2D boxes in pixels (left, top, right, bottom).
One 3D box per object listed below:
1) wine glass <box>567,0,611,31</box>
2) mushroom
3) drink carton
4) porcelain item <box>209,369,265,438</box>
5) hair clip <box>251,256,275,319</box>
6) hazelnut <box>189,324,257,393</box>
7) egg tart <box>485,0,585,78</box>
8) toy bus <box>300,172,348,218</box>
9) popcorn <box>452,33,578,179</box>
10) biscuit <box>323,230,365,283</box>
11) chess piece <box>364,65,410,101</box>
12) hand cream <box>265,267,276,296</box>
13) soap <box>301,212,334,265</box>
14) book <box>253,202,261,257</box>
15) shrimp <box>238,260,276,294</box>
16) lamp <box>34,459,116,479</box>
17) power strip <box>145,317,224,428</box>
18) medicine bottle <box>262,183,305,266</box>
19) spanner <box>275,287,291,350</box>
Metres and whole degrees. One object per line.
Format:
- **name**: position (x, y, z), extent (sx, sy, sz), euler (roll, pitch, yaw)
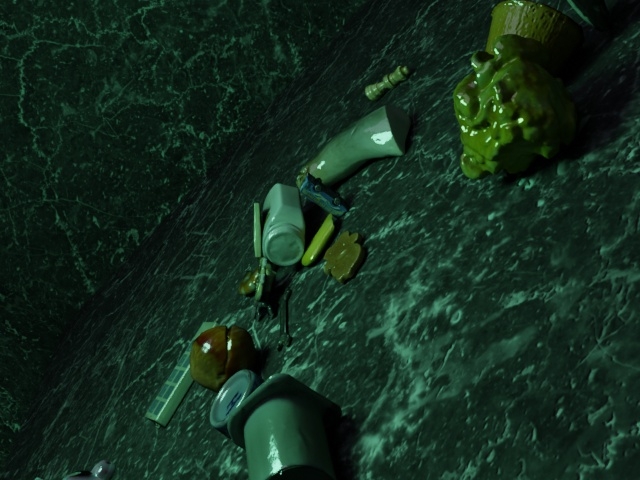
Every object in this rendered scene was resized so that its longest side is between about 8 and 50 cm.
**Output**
- **wine glass**: position (0.674, -0.620, 1.357), extent (0.406, 0.267, 0.267), euler (-34, 26, 44)
- **mushroom**: position (0.087, -0.256, 2.066), extent (0.397, 0.126, 0.177), euler (-26, 40, 39)
- **drink carton**: position (-0.057, 0.392, 1.258), extent (0.191, 0.185, 0.190), euler (-42, 34, 15)
- **porcelain item**: position (-0.159, 0.374, 1.532), extent (0.147, 0.114, 0.147), euler (-43, 21, 21)
- **hair clip**: position (-0.163, 0.135, 1.930), extent (0.146, 0.056, 0.187), euler (107, 159, -51)
- **hazelnut**: position (-0.243, 0.307, 1.759), extent (0.182, 0.182, 0.182), euler (-41, 24, 22)
- **egg tart**: position (0.458, -0.424, 1.534), extent (0.171, 0.215, 0.215), euler (-66, 23, 0)
- **toy bus**: position (0.010, -0.125, 1.960), extent (0.061, 0.153, 0.051), euler (-46, 21, 26)
- **popcorn**: position (0.368, -0.253, 1.384), extent (0.250, 0.234, 0.242), euler (-40, 39, 56)
- **biscuit**: position (0.064, 0.039, 1.758), extent (0.133, 0.027, 0.184), euler (-51, 23, -5)
- **chess piece**: position (0.229, -0.529, 2.314), extent (0.172, 0.060, 0.060), euler (-27, 31, 38)
- **hand cream**: position (-0.151, 0.125, 2.035), extent (0.022, 0.035, 0.102), euler (-42, 27, 36)
- **soap**: position (0.000, 0.000, 1.933), extent (0.169, 0.033, 0.089), euler (-56, 22, -10)
- **book**: position (-0.190, -0.018, 2.122), extent (0.232, 0.022, 0.162), euler (115, 152, -84)
- **shrimp**: position (-0.194, 0.102, 2.147), extent (0.161, 0.049, 0.166), euler (-50, 14, 5)
- **lamp**: position (-0.657, 0.711, 1.800), extent (0.301, 0.247, 0.247), euler (-43, 19, 37)
- **power strip**: position (-0.400, 0.387, 2.075), extent (0.106, 0.043, 0.367), euler (-11, 44, 57)
- **medicine bottle**: position (-0.111, -0.041, 2.058), extent (0.324, 0.124, 0.179), euler (-98, 25, -67)
- **spanner**: position (-0.098, 0.204, 1.821), extent (0.054, 0.015, 0.254), euler (-42, 23, 18)
